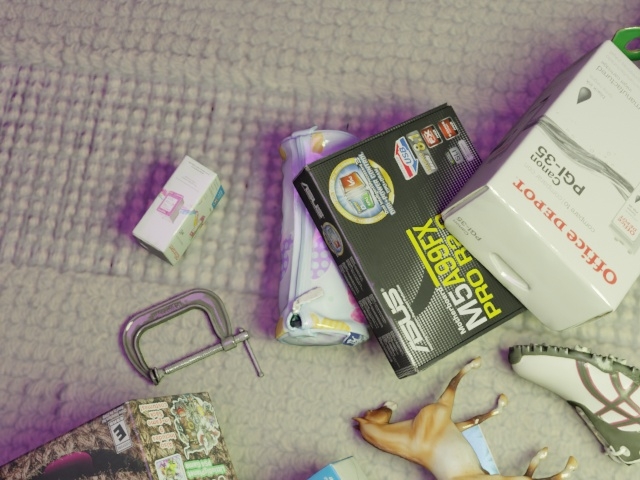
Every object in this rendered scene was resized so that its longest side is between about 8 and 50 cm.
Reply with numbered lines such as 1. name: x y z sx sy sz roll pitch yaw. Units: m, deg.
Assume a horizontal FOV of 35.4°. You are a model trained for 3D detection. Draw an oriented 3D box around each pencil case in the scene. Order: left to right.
1. pencil case: 0.000 0.000 1.248 0.113 0.124 0.273 -14 67 42

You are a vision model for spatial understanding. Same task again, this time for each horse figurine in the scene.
1. horse figurine: 0.180 0.255 1.173 0.174 0.066 0.263 -28 57 -19

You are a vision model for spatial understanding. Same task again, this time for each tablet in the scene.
1. tablet: 0.182 0.267 1.221 0.054 0.006 0.083 -21 74 -2

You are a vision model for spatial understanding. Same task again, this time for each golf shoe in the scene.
1. golf shoe: 0.345 0.198 1.181 0.273 0.105 0.120 19 84 9

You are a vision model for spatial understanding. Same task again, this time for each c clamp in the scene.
1. c clamp: -0.168 0.133 1.275 0.160 0.022 0.137 -19 74 -2

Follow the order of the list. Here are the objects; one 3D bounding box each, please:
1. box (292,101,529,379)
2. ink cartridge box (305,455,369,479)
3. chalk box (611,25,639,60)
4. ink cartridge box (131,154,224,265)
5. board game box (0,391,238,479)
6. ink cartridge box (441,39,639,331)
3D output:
1. box: 0.124 -0.004 1.194 0.216 0.060 0.270 -25 83 -24
2. ink cartridge box: -0.028 0.367 1.151 0.231 0.078 0.134 -38 74 16
3. chalk box: 0.506 -0.236 1.246 0.289 0.180 0.179 11 76 6
4. ink cartridge box: -0.181 -0.036 1.287 0.052 0.088 0.122 33 80 9
5. board game box: -0.204 0.347 1.110 0.232 0.141 0.291 -30 72 26
6. ink cartridge box: 0.311 -0.064 1.183 0.207 0.117 0.283 44 63 -4
